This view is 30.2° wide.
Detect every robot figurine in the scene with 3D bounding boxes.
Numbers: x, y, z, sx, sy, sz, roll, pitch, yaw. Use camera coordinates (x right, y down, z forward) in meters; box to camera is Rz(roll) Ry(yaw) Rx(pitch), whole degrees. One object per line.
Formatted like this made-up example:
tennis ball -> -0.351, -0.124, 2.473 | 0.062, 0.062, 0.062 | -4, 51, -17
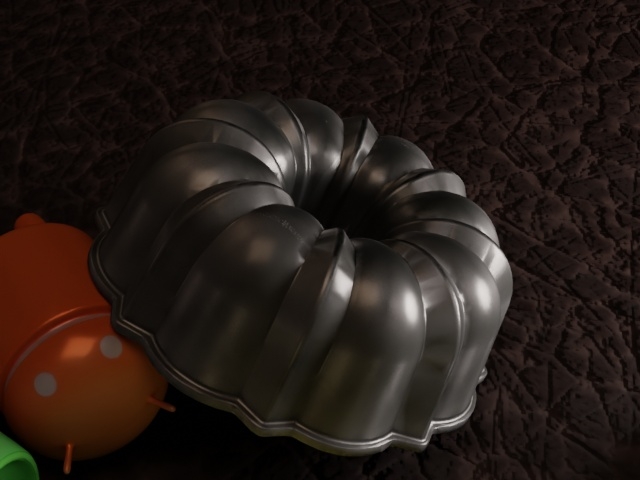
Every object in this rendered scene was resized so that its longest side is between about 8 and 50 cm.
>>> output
robot figurine -> -0.192, 0.072, 0.884 | 0.158, 0.128, 0.219 | 8, 32, -44

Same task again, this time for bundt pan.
bundt pan -> 0.000, 0.000, 0.894 | 0.331, 0.124, 0.330 | 18, 32, -12

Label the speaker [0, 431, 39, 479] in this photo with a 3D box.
speaker -> -0.346, 0.146, 0.798 | 0.297, 0.131, 0.131 | 17, 45, 14
